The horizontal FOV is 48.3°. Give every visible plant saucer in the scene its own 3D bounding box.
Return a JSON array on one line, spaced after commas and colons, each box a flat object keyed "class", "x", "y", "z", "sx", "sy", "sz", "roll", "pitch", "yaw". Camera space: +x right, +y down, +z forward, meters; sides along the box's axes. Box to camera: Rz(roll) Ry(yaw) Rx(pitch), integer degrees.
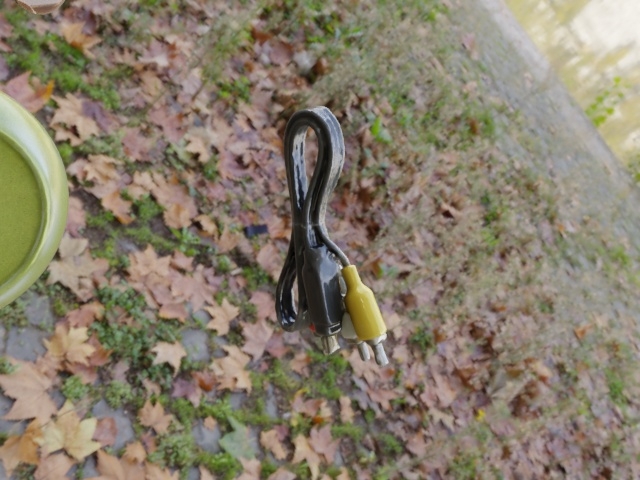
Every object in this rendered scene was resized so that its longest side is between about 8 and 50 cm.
[{"class": "plant saucer", "x": -0.337, "y": -0.025, "z": 0.625, "sx": 0.241, "sy": 0.240, "sz": 0.037, "roll": 19, "pitch": 5, "yaw": -40}]

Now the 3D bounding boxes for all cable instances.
[{"class": "cable", "x": 0.000, "y": 0.000, "z": 0.779, "sx": 0.072, "sy": 0.139, "sz": 0.287, "roll": -16, "pitch": 103, "yaw": -41}]

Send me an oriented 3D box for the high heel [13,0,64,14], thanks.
[{"class": "high heel", "x": -0.209, "y": -0.373, "z": 0.548, "sx": 0.181, "sy": 0.377, "sz": 0.127, "roll": 31, "pitch": 3, "yaw": 21}]
